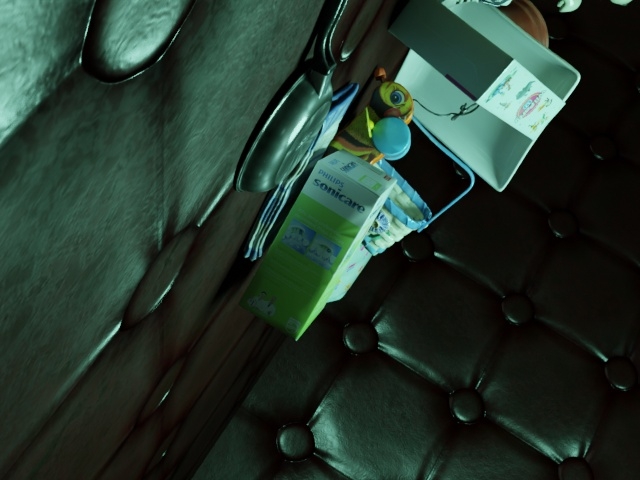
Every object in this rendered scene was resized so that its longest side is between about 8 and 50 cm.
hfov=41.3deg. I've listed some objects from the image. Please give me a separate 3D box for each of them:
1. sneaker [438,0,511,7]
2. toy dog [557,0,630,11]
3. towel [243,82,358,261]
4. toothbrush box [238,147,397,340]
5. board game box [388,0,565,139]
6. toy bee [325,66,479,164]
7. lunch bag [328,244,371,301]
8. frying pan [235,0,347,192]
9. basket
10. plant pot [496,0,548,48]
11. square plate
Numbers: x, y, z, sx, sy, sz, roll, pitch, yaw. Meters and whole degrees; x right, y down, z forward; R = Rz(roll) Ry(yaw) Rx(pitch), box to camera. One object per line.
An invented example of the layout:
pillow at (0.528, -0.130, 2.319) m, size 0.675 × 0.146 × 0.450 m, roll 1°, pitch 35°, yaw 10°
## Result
sneaker at (0.284, -0.465, 1.566) m, size 0.235 × 0.153 × 0.094 m, roll -55°, pitch 173°, yaw -24°
toy dog at (0.707, -0.782, 2.209) m, size 0.396 × 0.407 × 0.284 m, roll -59°, pitch 175°, yaw 12°
towel at (-0.028, -0.113, 1.385) m, size 0.285 × 0.034 × 0.209 m, roll -61°, pitch 174°, yaw 29°
toothbrush box at (0.000, 0.000, 1.446) m, size 0.283 × 0.122 × 0.206 m, roll -61°, pitch 174°, yaw 15°
board game box at (0.285, -0.307, 1.510) m, size 0.097 × 0.224 × 0.303 m, roll -52°, pitch 152°, yaw 18°
toy bee at (0.117, -0.229, 1.588) m, size 0.298 × 0.162 × 0.195 m, roll -30°, pitch 175°, yaw -16°
lunch bag at (0.057, 0.016, 2.206) m, size 0.223 × 0.160 × 0.262 m, roll -61°, pitch 180°, yaw 35°
frying pan at (-0.009, -0.191, 1.079) m, size 0.326 × 0.053 × 0.197 m, roll -56°, pitch 176°, yaw 17°
basket at (0.166, -0.123, 1.903) m, size 0.289 × 0.255 × 0.201 m, roll -48°, pitch 175°, yaw 18°
plant pot at (0.401, -0.480, 2.081) m, size 0.272 × 0.272 × 0.265 m, roll -60°, pitch 166°, yaw 23°
square plate at (0.331, -0.326, 1.759) m, size 0.049 × 0.344 × 0.347 m, roll -33°, pitch 160°, yaw -37°
